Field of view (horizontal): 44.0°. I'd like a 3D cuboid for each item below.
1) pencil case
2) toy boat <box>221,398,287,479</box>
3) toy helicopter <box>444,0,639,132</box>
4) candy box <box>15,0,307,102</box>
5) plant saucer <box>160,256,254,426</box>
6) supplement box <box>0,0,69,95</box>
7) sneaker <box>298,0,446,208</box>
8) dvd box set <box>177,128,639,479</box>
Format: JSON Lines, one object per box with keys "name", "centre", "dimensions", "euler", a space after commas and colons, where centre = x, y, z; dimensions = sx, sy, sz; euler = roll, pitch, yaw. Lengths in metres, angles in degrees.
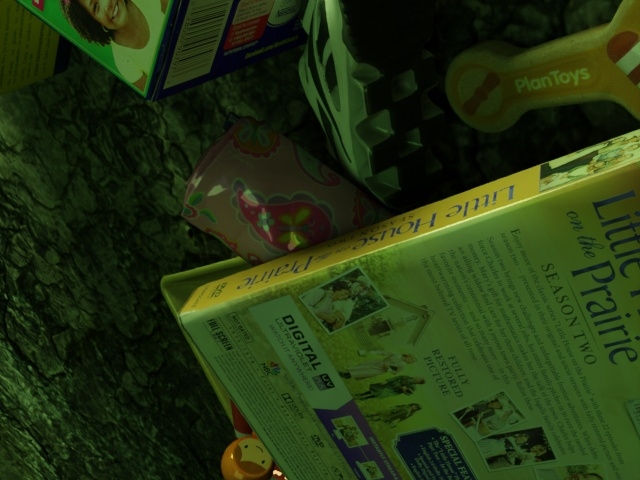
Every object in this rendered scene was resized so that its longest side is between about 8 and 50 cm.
{"name": "pencil case", "centre": [0.000, 0.000, 0.760], "dimensions": [0.284, 0.124, 0.124], "euler": [34, 132, -5]}
{"name": "toy boat", "centre": [-0.057, 0.226, 0.909], "dimensions": [0.151, 0.151, 0.231], "euler": [12, 122, 28]}
{"name": "toy helicopter", "centre": [0.235, -0.157, 0.611], "dimensions": [0.355, 0.140, 0.235], "euler": [-2, 122, 49]}
{"name": "candy box", "centre": [-0.171, -0.286, 0.714], "dimensions": [0.317, 0.268, 0.122], "euler": [35, 127, 12]}
{"name": "plant saucer", "centre": [-0.002, 0.147, 0.981], "dimensions": [0.332, 0.081, 0.333], "euler": [-15, 107, 38]}
{"name": "supplement box", "centre": [-0.466, -0.265, 0.870], "dimensions": [0.195, 0.356, 0.194], "euler": [36, 130, 11]}
{"name": "sneaker", "centre": [0.029, -0.198, 0.720], "dimensions": [0.146, 0.122, 0.331], "euler": [34, 136, 46]}
{"name": "dvd box set", "centre": [0.126, 0.112, 0.682], "dimensions": [0.420, 0.062, 0.308], "euler": [-20, 114, 26]}
